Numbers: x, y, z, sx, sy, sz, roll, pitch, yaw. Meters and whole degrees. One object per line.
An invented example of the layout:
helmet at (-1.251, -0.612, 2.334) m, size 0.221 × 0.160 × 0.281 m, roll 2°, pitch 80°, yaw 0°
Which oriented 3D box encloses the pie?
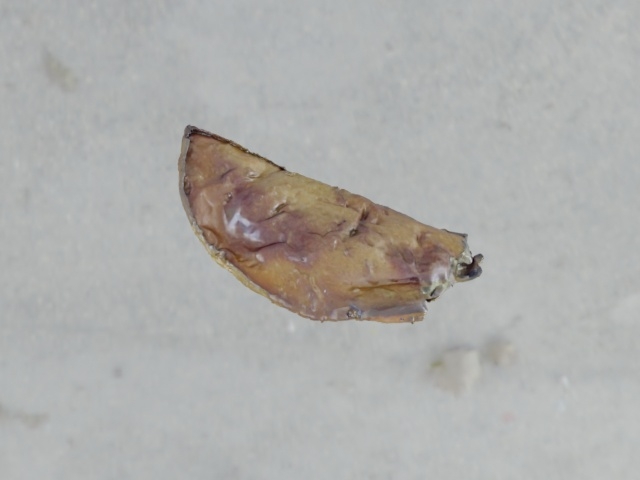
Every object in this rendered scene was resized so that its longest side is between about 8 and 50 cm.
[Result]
pie at (0.000, 0.000, 0.851) m, size 0.169 × 0.092 × 0.034 m, roll 19°, pitch 140°, yaw -2°
